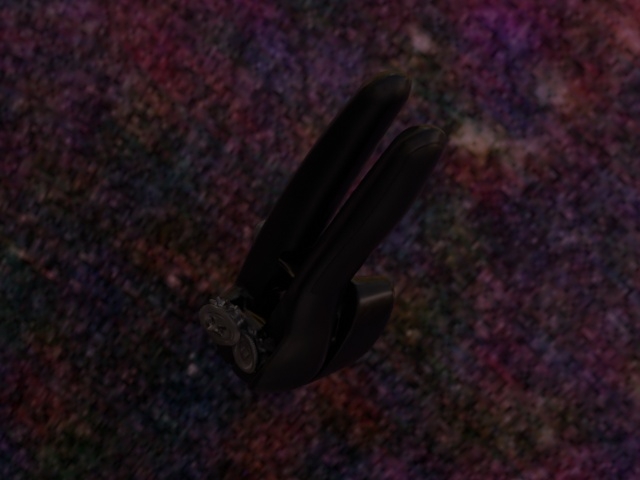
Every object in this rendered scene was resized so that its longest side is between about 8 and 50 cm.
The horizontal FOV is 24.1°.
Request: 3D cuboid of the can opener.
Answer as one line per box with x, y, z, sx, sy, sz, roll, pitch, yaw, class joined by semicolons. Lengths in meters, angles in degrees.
0.000;0.000;0.595;0.073;0.186;0.059;-26;65;-34;can opener
